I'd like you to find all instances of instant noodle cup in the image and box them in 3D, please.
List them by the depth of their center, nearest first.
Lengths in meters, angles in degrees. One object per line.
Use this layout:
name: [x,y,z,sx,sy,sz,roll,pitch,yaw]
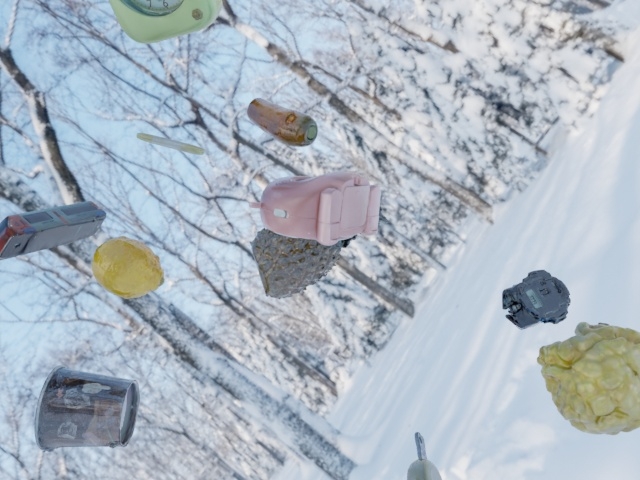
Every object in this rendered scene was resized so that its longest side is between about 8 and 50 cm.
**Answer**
instant noodle cup: [-0.596,0.442,1.509,0.217,0.207,0.218,-175,90,-87]

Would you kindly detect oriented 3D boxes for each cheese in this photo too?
cheese: [0.315,0.702,1.733,0.082,0.163,0.286,-25,28,18]

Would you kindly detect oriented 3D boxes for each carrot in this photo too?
carrot: [-0.093,-0.273,1.356,0.087,0.193,0.087,-32,-46,-39]

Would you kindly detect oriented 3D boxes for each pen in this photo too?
pen: [-0.512,-0.329,1.989,0.040,0.233,0.032,-122,47,-60]

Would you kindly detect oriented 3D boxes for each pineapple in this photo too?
pineapple: [0.000,0.000,1.506,0.361,0.202,0.202,-28,-7,8]

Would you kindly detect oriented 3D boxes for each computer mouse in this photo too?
computer mouse: [0.554,0.162,1.506,0.241,0.147,0.078,-10,-27,-31]

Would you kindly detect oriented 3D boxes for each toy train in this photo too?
toy train: [-0.697,-0.034,1.483,0.086,0.089,0.409,-49,-2,13]

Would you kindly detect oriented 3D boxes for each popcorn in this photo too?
popcorn: [0.396,0.188,0.814,0.180,0.179,0.170,94,-168,-71]

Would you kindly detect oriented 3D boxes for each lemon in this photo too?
lemon: [-0.463,0.069,1.403,0.142,0.187,0.142,24,-90,-86]

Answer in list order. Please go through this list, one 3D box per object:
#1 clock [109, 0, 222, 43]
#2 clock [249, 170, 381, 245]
clock: [-0.446,-0.726,1.558,0.117,0.285,0.349,-81,-23,-50]
clock: [-0.020,-0.084,1.248,0.227,0.241,0.143,-12,-72,-55]
